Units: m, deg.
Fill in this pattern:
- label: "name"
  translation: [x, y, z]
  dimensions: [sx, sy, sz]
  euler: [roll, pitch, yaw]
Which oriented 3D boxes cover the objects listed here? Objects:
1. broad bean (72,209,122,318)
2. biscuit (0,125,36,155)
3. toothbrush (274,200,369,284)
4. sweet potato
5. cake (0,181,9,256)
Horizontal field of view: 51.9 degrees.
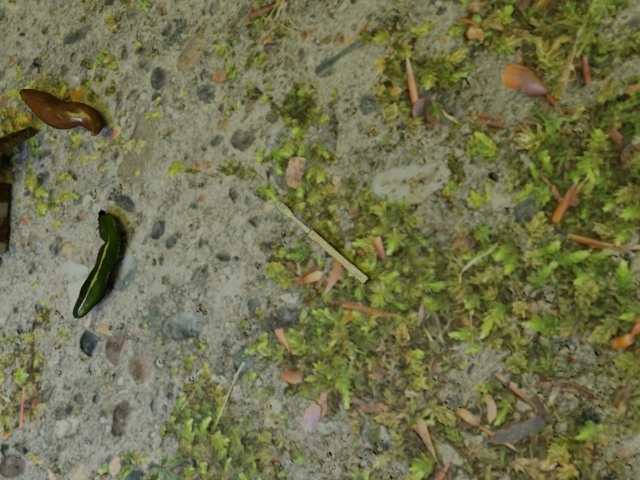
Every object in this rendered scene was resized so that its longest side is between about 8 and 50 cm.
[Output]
- label: "broad bean"
  translation: [-0.380, 0.044, 1.140]
  dimensions: [0.061, 0.046, 0.195]
  euler: [6, 83, 34]
- label: "biscuit"
  translation: [-0.653, -0.152, 1.225]
  dimensions: [0.237, 0.131, 0.026]
  euler: [-16, 112, 19]
- label: "toothbrush"
  translation: [-0.001, 0.000, 1.008]
  dimensions: [0.194, 0.017, 0.014]
  euler: [41, 100, 19]
- label: "sweet potato"
  translation: [-0.474, -0.233, 1.199]
  dimensions: [0.202, 0.058, 0.055]
  euler: [21, 51, 18]
- label: "cake"
  translation: [-0.667, -0.035, 1.220]
  dimensions: [0.135, 0.134, 0.147]
  euler: [-4, 93, 21]
